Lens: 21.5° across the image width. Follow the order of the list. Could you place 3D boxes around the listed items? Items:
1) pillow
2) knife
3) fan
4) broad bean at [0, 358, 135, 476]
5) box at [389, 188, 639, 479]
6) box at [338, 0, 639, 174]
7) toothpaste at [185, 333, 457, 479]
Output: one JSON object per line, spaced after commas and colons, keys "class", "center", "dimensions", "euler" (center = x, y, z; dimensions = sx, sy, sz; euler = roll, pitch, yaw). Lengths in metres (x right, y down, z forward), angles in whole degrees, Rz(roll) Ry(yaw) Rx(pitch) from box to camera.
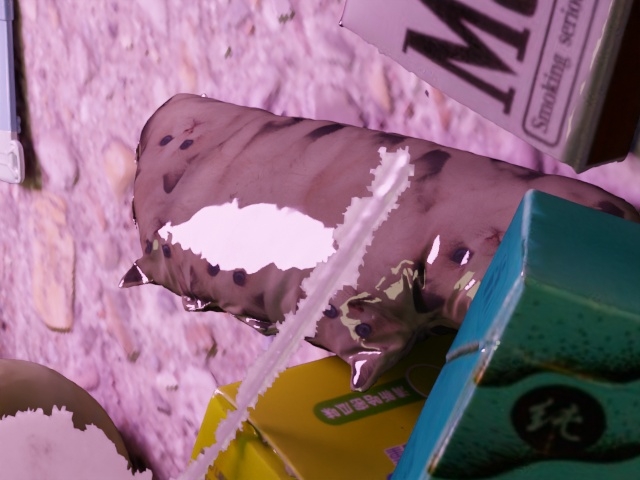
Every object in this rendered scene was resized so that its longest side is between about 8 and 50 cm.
{"class": "pillow", "center": [-0.001, 0.000, 0.587], "dimensions": [0.241, 0.093, 0.051], "euler": [18, 151, 43]}
{"class": "knife", "center": [-0.148, -0.074, 0.797], "dimensions": [0.027, 0.010, 0.096], "euler": [13, 109, 48]}
{"class": "fan", "center": [-0.059, 0.099, 0.549], "dimensions": [0.191, 0.009, 0.329], "euler": [51, 119, 30]}
{"class": "broad bean", "center": [-0.153, 0.156, 0.720], "dimensions": [0.169, 0.228, 0.100], "euler": [40, 133, -15]}
{"class": "box", "center": [0.091, 0.101, 0.458], "dimensions": [0.042, 0.160, 0.226], "euler": [-79, 7, -50]}
{"class": "box", "center": [0.065, -0.124, 0.509], "dimensions": [0.115, 0.036, 0.178], "euler": [36, 127, 39]}
{"class": "toothpaste", "center": [-0.018, 0.182, 0.641], "dimensions": [0.077, 0.110, 0.327], "euler": [47, 133, 34]}
